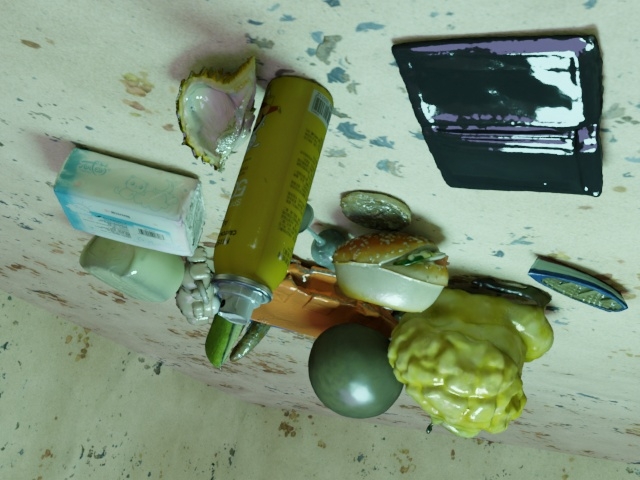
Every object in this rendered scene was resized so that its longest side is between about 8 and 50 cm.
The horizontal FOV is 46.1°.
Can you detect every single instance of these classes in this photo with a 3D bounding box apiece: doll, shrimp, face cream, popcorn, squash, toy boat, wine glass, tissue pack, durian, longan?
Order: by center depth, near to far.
[{"bbox_3d":[-0.071,-0.054,1.038,0.105,0.349,0.105,13,159,5],"label":"face cream"},{"bbox_3d":[-0.129,-0.200,1.086,0.140,0.078,0.224,57,138,5],"label":"durian"},{"bbox_3d":[0.489,0.084,1.439,0.228,0.046,0.080,23,159,-18],"label":"toy boat"},{"bbox_3d":[0.000,0.000,1.512,0.079,0.079,0.195,0,154,34],"label":"wine glass"},{"bbox_3d":[-0.377,-0.073,1.519,0.271,0.124,0.201,15,160,2],"label":"tissue pack"},{"bbox_3d":[0.330,0.234,1.606,0.349,0.382,0.349,43,-170,-9],"label":"popcorn"},{"bbox_3d":[0.075,0.298,1.752,0.248,0.248,0.248,13,159,5],"label":"longan"},{"bbox_3d":[-0.318,0.121,1.949,0.119,0.154,0.278,-7,161,-14],"label":"doll"},{"bbox_3d":[-0.252,0.239,2.047,0.093,0.252,0.169,12,159,12],"label":"squash"},{"bbox_3d":[-0.177,0.244,2.064,0.047,0.223,0.126,43,158,-9],"label":"shrimp"}]

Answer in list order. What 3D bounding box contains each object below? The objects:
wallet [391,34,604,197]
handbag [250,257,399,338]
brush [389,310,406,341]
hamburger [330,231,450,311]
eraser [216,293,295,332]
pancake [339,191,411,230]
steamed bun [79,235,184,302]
[{"bbox_3d":[0.250,-0.154,1.000,0.247,0.041,0.323,4,153,26],"label":"wallet"},{"bbox_3d":[-0.021,0.146,1.860,0.410,0.116,0.303,18,156,-11],"label":"handbag"},{"bbox_3d":[0.190,0.265,1.994,0.084,0.071,0.301,14,145,-8],"label":"brush"},{"bbox_3d":[0.132,0.053,1.444,0.236,0.147,0.237,11,-177,-1],"label":"hamburger"},{"bbox_3d":[-0.180,0.210,2.222,0.311,0.043,0.144,12,158,8],"label":"eraser"},{"bbox_3d":[0.103,-0.051,1.388,0.139,0.022,0.139,12,159,5],"label":"pancake"},{"bbox_3d":[-0.456,0.047,1.837,0.250,0.155,0.200,4,154,43],"label":"steamed bun"}]
